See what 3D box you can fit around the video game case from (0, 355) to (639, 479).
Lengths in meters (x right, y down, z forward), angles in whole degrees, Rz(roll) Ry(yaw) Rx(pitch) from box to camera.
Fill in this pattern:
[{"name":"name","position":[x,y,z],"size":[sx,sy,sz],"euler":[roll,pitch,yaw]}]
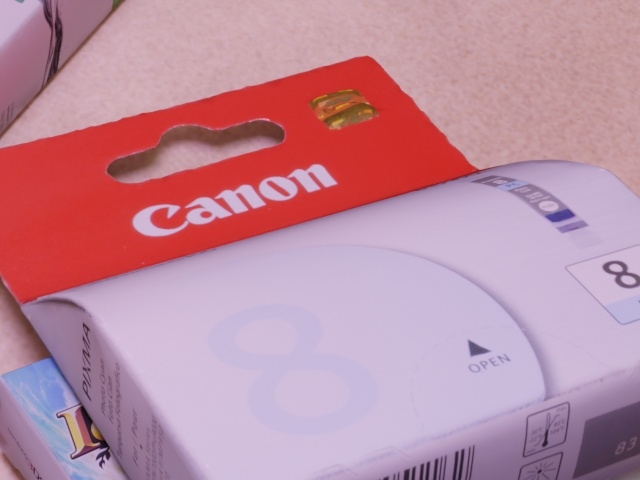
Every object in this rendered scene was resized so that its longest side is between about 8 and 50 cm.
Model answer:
[{"name":"video game case","position":[0.003,0.121,0.962],"size":[0.270,0.061,0.244],"euler":[-20,47,-28]}]

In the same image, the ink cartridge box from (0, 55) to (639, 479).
[{"name":"ink cartridge box","position":[0.000,0.000,0.987],"size":[0.308,0.091,0.385],"euler":[-17,45,-25]}]

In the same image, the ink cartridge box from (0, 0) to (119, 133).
[{"name":"ink cartridge box","position":[-0.226,-0.170,1.134],"size":[0.160,0.092,0.219],"euler":[28,53,8]}]
